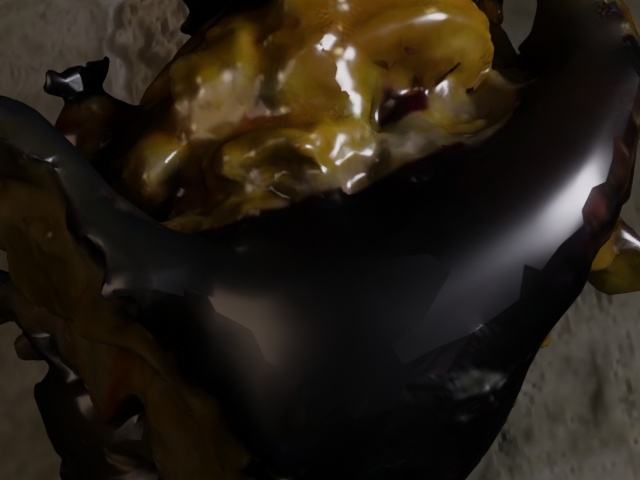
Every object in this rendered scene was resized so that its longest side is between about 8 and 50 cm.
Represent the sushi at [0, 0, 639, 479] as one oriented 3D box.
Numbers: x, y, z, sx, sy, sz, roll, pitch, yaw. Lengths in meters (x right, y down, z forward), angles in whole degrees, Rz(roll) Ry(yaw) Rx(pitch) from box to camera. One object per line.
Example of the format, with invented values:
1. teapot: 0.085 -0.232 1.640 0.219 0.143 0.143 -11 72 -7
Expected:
1. sushi: -0.004 -0.006 0.673 0.200 0.204 0.213 53 150 2
